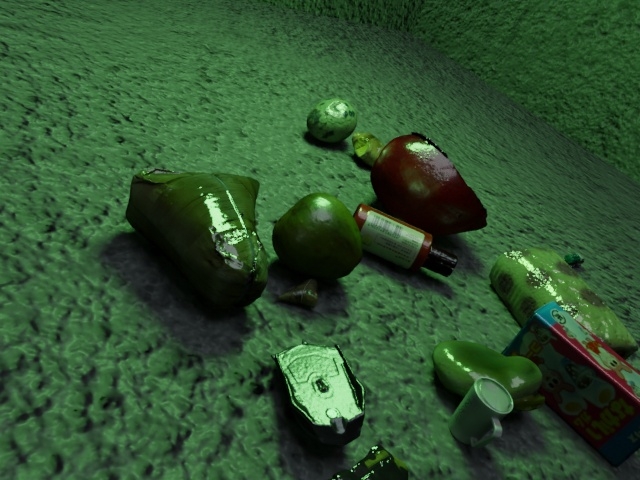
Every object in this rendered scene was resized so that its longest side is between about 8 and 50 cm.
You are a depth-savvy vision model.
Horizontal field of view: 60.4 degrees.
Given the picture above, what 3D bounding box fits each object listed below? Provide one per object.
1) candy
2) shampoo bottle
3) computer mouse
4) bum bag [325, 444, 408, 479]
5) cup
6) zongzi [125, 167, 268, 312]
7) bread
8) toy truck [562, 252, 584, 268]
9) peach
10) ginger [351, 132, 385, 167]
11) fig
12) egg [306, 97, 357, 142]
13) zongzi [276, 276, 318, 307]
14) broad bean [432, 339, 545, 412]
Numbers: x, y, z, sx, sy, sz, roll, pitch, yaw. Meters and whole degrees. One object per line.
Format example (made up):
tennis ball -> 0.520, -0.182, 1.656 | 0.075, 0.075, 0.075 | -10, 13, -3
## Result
candy -> 0.542, 0.288, 1.135 | 0.100, 0.157, 0.306 | -16, 50, -41
shampoo bottle -> 0.202, 0.010, 1.356 | 0.278, 0.104, 0.104 | 24, 33, -1
computer mouse -> -0.004, 0.252, 0.915 | 0.126, 0.071, 0.231 | -8, 33, -20
bum bag -> 0.049, 0.372, 0.785 | 0.233, 0.060, 0.106 | -10, 55, -39
cup -> 0.284, 0.314, 0.969 | 0.074, 0.116, 0.104 | 15, 33, -16
zongzi -> -0.164, -0.021, 1.129 | 0.323, 0.160, 0.361 | 46, 31, 20
bread -> 0.582, 0.164, 1.343 | 0.187, 0.155, 0.338 | 3, 39, -23
toy truck -> 0.798, 0.062, 1.734 | 0.083, 0.044, 0.039 | -4, 45, -36
peach -> 0.280, -0.124, 1.521 | 0.361, 0.201, 0.257 | 47, -2, 9
ginger -> 0.225, -0.254, 1.778 | 0.295, 0.086, 0.131 | 30, 23, -8
fig -> 0.000, 0.000, 1.178 | 0.191, 0.181, 0.181 | 36, 34, 5
egg -> 0.034, -0.386, 1.774 | 0.182, 0.141, 0.141 | -20, 53, -34
zongzi -> -0.047, 0.103, 1.133 | 0.083, 0.040, 0.076 | 3, 28, -1
broad bean -> 0.330, 0.271, 1.090 | 0.228, 0.100, 0.169 | 21, 23, 17
